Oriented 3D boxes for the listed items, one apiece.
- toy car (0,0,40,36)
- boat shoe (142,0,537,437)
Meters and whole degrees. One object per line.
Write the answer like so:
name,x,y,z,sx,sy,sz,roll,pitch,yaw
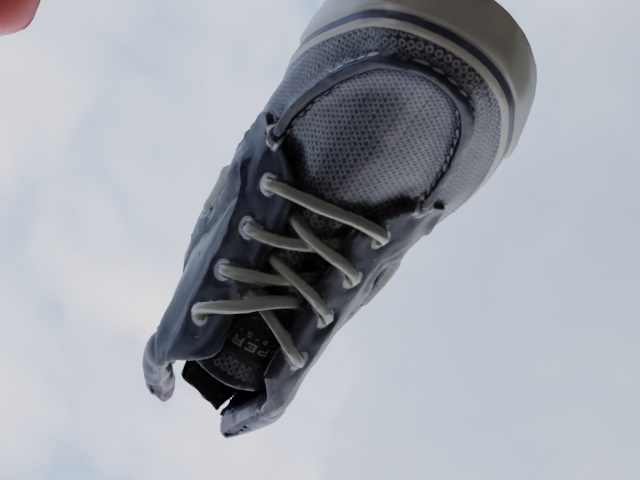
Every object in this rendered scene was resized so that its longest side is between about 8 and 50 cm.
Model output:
toy car,-0.072,-0.156,0.414,0.053,0.239,0.225,36,166,33
boat shoe,0.000,0.000,0.934,0.127,0.340,0.158,28,-116,-3
